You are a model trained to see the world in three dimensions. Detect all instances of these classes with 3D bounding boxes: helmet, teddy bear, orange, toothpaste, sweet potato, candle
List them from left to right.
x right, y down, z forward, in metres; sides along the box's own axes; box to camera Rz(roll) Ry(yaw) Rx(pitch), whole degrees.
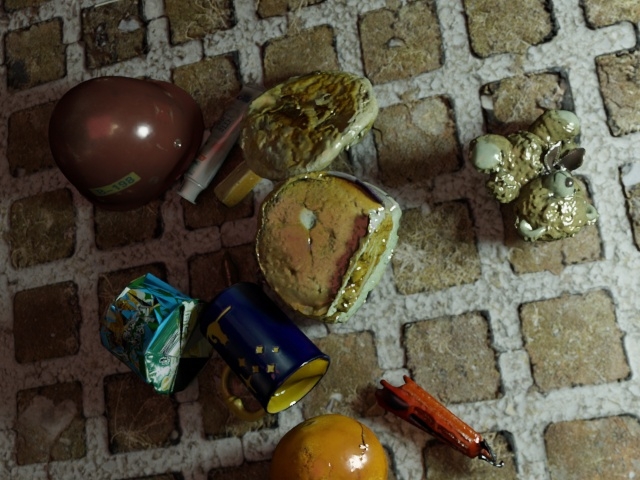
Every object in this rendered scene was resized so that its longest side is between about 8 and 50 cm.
[{"bbox_3d":[-0.504,-0.265,2.022,0.385,0.230,0.337,-14,73,17],"label":"helmet"},{"bbox_3d":[-0.237,-0.237,2.010,0.100,0.066,0.323,29,86,52],"label":"toothpaste"},{"bbox_3d":[-0.209,0.100,1.941,0.041,0.038,0.153,-4,85,41],"label":"sweet potato"},{"bbox_3d":[0.016,0.464,1.678,0.240,0.240,0.239,-4,77,18],"label":"orange"},{"bbox_3d":[0.241,0.374,1.714,0.302,0.059,0.084,33,102,24],"label":"candle"},{"bbox_3d":[0.441,-0.114,1.702,0.267,0.156,0.256,-19,65,-17],"label":"teddy bear"}]

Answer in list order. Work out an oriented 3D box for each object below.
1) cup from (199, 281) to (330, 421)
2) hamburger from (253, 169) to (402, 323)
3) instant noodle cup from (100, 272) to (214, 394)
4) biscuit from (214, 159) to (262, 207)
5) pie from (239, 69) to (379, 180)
[{"bbox_3d":[-0.156,0.255,1.814,0.255,0.178,0.256,-47,66,3],"label":"cup"},{"bbox_3d":[0.000,0.000,1.792,0.277,0.195,0.318,32,95,17],"label":"hamburger"},{"bbox_3d":[-0.367,0.205,1.881,0.178,0.240,0.240,23,86,29],"label":"instant noodle cup"},{"bbox_3d":[-0.171,-0.158,1.976,0.188,0.052,0.056,-42,52,6],"label":"biscuit"},{"bbox_3d":[-0.030,-0.268,1.883,0.339,0.077,0.339,-14,50,17],"label":"pie"}]
